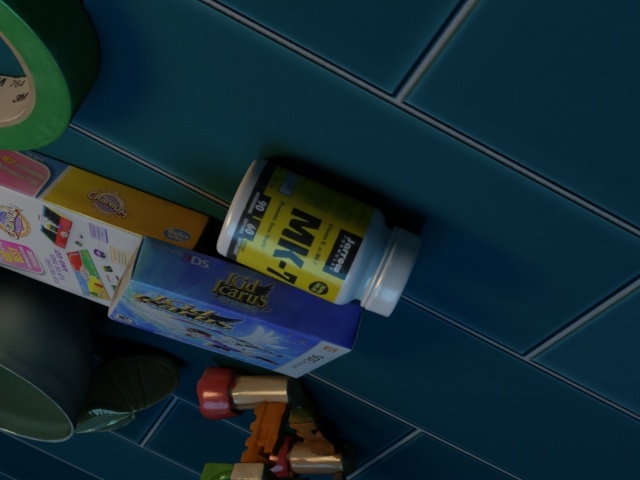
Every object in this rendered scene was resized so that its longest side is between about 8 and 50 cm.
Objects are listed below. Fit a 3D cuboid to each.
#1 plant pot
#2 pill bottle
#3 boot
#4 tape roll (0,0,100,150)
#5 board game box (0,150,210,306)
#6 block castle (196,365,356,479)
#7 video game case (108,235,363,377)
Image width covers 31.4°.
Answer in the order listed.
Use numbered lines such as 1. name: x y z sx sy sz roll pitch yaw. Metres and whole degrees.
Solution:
1. plant pot: -0.470 0.151 1.749 0.293 0.196 0.293 16 148 11
2. pill bottle: 0.000 0.000 1.277 0.208 0.119 0.119 23 149 0
3. boot: -0.337 0.263 1.921 0.262 0.095 0.203 -24 168 6
4. tape roll: -0.400 -0.230 1.231 0.321 0.077 0.321 18 149 11
5. board game box: -0.306 0.000 1.534 0.316 0.064 0.242 20 149 5
6. block castle: -0.127 0.449 1.742 0.212 0.453 0.303 -5 141 28
7. video game case: -0.113 0.089 1.393 0.269 0.061 0.244 19 161 -11
